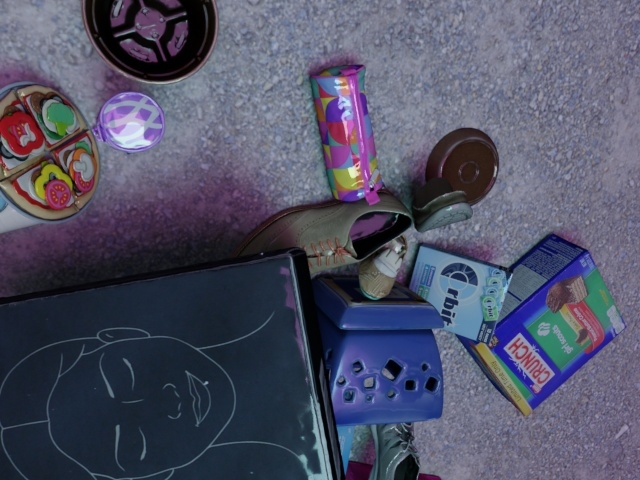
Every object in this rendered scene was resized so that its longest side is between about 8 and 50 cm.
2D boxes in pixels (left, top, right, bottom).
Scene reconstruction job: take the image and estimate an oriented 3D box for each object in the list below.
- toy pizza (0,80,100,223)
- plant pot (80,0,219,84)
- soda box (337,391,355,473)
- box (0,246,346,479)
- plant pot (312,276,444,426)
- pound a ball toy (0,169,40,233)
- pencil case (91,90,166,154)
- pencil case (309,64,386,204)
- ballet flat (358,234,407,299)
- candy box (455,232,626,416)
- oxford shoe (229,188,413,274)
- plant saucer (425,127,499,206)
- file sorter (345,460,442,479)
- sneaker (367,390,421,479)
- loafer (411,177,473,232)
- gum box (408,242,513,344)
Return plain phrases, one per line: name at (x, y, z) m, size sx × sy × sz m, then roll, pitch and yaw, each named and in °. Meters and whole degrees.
toy pizza at (-0.381, -0.124, 0.744) m, size 0.032 × 0.201 × 0.201 m, roll -5°, pitch 115°, yaw 21°
plant pot at (-0.235, -0.307, 0.736) m, size 0.167 × 0.165 × 0.166 m, roll -6°, pitch 110°, yaw -16°
soda box at (0.023, 0.431, 1.138) m, size 0.071 × 0.067 × 0.209 m, roll 3°, pitch 107°, yaw -19°
box at (-0.218, 0.281, 0.735) m, size 0.473 × 0.297 × 0.479 m, roll -9°, pitch 89°, yaw 1°
plant pot at (0.088, 0.191, 0.991) m, size 0.236 × 0.236 × 0.211 m, roll 3°, pitch 101°, yaw -19°
pound a ball toy at (-0.572, -0.083, 0.716) m, size 0.320 × 0.136 × 0.208 m, roll -16°, pitch 113°, yaw -14°
pencil case at (-0.279, -0.167, 0.753) m, size 0.088 × 0.206 × 0.086 m, roll -17°, pitch 104°, yaw -22°
pencil case at (0.050, -0.183, 0.916) m, size 0.105 × 0.104 × 0.236 m, roll -19°, pitch 113°, yaw -12°
ballet flat at (0.120, 0.034, 0.964) m, size 0.073 × 0.206 × 0.067 m, roll 35°, pitch 118°, yaw -3°
candy box at (0.490, 0.191, 1.184) m, size 0.317 × 0.122 × 0.268 m, roll -40°, pitch 116°, yaw -1°
oxford shoe at (0.000, 0.000, 0.943) m, size 0.349 × 0.130 × 0.122 m, roll -27°, pitch 115°, yaw -8°
plant saucer at (0.292, -0.139, 1.052) m, size 0.169 × 0.029 × 0.168 m, roll -6°, pitch 109°, yaw -17°
file sorter at (0.169, 0.661, 1.196) m, size 0.291 × 0.202 × 0.182 m, roll 20°, pitch 102°, yaw -24°
sneaker at (0.173, 0.433, 1.099) m, size 0.105 × 0.115 × 0.281 m, roll 25°, pitch 54°, yaw -25°
loafer at (0.201, -0.066, 0.944) m, size 0.095 × 0.251 × 0.087 m, roll -16°, pitch 90°, yaw -1°
gum box at (0.274, 0.106, 1.065) m, size 0.185 × 0.041 × 0.156 m, roll 18°, pitch 106°, yaw 18°
